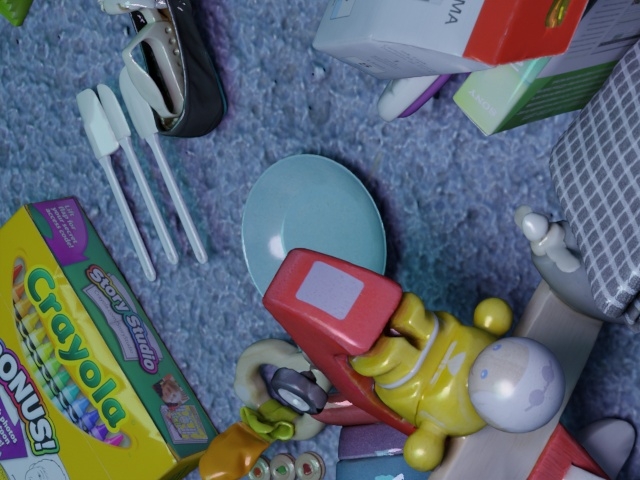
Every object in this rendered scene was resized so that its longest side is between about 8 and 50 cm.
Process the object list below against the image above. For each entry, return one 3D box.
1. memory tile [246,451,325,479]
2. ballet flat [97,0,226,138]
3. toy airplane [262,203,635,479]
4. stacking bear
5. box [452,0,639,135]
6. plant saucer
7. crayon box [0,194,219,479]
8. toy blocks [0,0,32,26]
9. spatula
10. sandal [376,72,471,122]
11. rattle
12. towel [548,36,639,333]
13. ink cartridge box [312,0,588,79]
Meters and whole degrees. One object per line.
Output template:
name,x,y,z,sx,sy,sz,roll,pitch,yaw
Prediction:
memory tile,-0.033,0.316,2.096,0.113,0.012,0.148,-7,95,37
ballet flat,-0.181,-0.242,2.008,0.095,0.096,0.280,-7,106,50
toy airplane,0.164,0.164,1.698,0.272,0.384,0.386,145,114,-69
stacking bear,0.090,0.295,1.887,0.164,0.175,0.289,-7,85,11
box,0.275,-0.239,1.629,0.058,0.232,0.322,46,121,17
plant saucer,0.000,0.000,1.995,0.195,0.037,0.195,7,103,34
crayon box,-0.329,0.183,2.223,0.313,0.106,0.363,-42,75,34
toy blocks,-0.388,-0.415,2.052,0.191,0.261,0.381,43,121,21
spatula,-0.208,-0.074,2.117,0.168,0.019,0.242,-20,93,53
sandal,0.204,-0.230,1.741,0.102,0.169,0.416,43,124,-4
rattle,-0.054,0.164,1.983,0.199,0.142,0.130,-45,68,52
towel,0.317,-0.074,1.615,0.121,0.284,0.235,26,121,-20
ink cartridge box,0.148,-0.303,1.611,0.308,0.091,0.385,-68,20,-6
